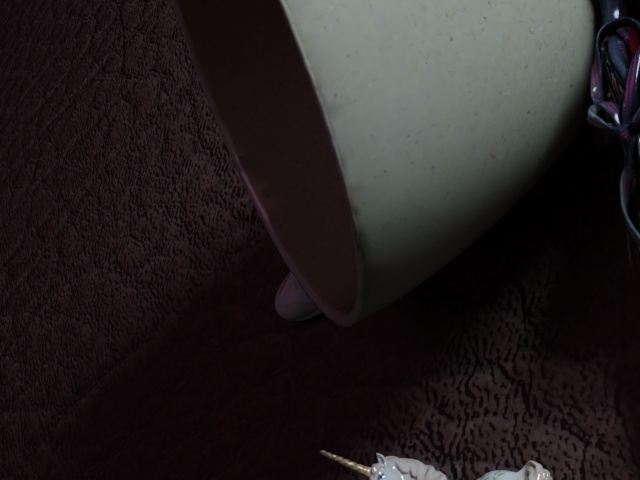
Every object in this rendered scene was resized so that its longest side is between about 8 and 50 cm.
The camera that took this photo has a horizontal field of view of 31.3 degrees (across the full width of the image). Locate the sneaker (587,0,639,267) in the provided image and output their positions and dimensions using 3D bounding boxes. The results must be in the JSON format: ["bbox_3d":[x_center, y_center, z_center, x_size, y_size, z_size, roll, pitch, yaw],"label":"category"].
[{"bbox_3d":[0.195,-0.043,0.605,0.121,0.112,0.299,-27,57,49],"label":"sneaker"}]

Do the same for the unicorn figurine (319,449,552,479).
[{"bbox_3d":[0.081,0.175,0.702,0.162,0.060,0.111,-19,52,29],"label":"unicorn figurine"}]

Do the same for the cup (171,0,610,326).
[{"bbox_3d":[0.056,-0.143,0.731,0.237,0.331,0.331,-23,32,-12],"label":"cup"}]

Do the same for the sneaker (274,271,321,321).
[{"bbox_3d":[0.000,0.000,0.909,0.161,0.075,0.057,-44,38,30],"label":"sneaker"}]
